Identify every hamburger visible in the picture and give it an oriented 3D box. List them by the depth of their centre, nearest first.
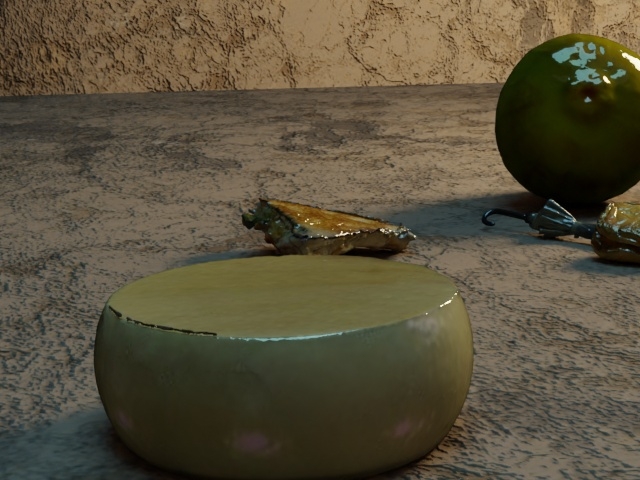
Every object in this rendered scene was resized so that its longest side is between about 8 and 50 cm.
[{"bbox_3d":[0.317,-0.006,1.314,0.083,0.044,0.076,13,37,30],"label":"hamburger"}]

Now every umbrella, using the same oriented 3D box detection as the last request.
[{"bbox_3d":[0.292,-0.015,1.392,0.269,0.044,0.044,11,45,37],"label":"umbrella"}]

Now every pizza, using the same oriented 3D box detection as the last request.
[{"bbox_3d":[0.000,0.000,1.311,0.185,0.052,0.195,9,10,9],"label":"pizza"}]

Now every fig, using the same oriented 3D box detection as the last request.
[{"bbox_3d":[0.312,-0.134,1.591,0.207,0.207,0.230,-3,-30,-12],"label":"fig"}]

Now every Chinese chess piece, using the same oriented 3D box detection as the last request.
[{"bbox_3d":[-0.024,0.078,0.865,0.250,0.097,0.251,-1,12,0],"label":"Chinese chess piece"}]
